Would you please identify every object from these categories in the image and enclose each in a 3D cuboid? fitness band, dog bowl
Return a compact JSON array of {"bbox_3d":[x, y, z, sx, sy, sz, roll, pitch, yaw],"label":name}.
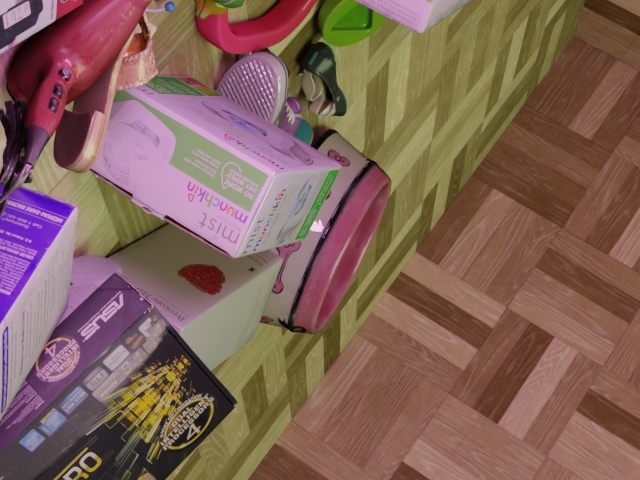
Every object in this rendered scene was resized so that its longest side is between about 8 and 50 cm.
[{"bbox_3d":[-0.071,-0.362,1.595,0.291,0.054,0.209,-29,150,-59],"label":"fitness band"},{"bbox_3d":[0.000,0.000,2.225,0.408,0.150,0.408,-61,170,-18],"label":"dog bowl"}]

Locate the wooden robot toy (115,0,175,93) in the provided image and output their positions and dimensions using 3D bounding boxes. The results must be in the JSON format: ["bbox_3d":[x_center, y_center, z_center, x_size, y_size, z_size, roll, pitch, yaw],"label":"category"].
[{"bbox_3d":[-0.239,-0.242,1.314,0.079,0.076,0.173,31,91,-40],"label":"wooden robot toy"}]

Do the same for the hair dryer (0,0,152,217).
[{"bbox_3d":[-0.261,-0.142,1.154,0.080,0.223,0.293,37,81,-36],"label":"hair dryer"}]

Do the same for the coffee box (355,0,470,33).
[{"bbox_3d":[0.097,-0.495,1.301,0.337,0.338,0.334,-42,157,-47],"label":"coffee box"}]

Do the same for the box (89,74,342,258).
[{"bbox_3d":[-0.144,-0.099,1.471,0.127,0.262,0.231,-63,163,15],"label":"box"}]

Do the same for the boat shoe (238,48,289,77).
[{"bbox_3d":[-0.082,-0.269,1.749,0.049,0.040,0.142,-60,165,7],"label":"boat shoe"}]

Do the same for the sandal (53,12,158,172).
[{"bbox_3d":[-0.218,-0.184,1.266,0.079,0.088,0.240,19,88,-48],"label":"sandal"}]

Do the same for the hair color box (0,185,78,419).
[{"bbox_3d":[-0.384,0.115,1.257,0.339,0.110,0.185,-71,179,-46],"label":"hair color box"}]

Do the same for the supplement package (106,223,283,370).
[{"bbox_3d":[-0.221,0.101,1.778,0.293,0.177,0.175,-36,153,-55],"label":"supplement package"}]

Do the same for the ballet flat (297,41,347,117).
[{"bbox_3d":[-0.001,-0.258,1.974,0.074,0.074,0.203,-53,158,-18],"label":"ballet flat"}]

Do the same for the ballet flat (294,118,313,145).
[{"bbox_3d":[-0.107,-0.122,1.920,0.248,0.086,0.086,-44,160,-37],"label":"ballet flat"}]

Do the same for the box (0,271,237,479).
[{"bbox_3d":[-0.320,0.268,1.502,0.395,0.097,0.318,-44,144,-12],"label":"box"}]

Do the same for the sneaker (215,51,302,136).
[{"bbox_3d":[-0.083,-0.209,1.754,0.161,0.102,0.282,-41,169,-35],"label":"sneaker"}]

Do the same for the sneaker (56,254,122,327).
[{"bbox_3d":[-0.353,0.138,1.529,0.268,0.101,0.153,-44,145,-52],"label":"sneaker"}]

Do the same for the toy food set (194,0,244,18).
[{"bbox_3d":[-0.149,-0.309,1.299,0.071,0.128,0.218,-56,163,-5],"label":"toy food set"}]

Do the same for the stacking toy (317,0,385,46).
[{"bbox_3d":[0.093,-0.473,1.874,0.279,0.130,0.309,-27,154,-11],"label":"stacking toy"}]

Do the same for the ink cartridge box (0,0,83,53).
[{"bbox_3d":[-0.299,-0.245,1.056,0.175,0.072,0.127,-46,162,-39],"label":"ink cartridge box"}]
